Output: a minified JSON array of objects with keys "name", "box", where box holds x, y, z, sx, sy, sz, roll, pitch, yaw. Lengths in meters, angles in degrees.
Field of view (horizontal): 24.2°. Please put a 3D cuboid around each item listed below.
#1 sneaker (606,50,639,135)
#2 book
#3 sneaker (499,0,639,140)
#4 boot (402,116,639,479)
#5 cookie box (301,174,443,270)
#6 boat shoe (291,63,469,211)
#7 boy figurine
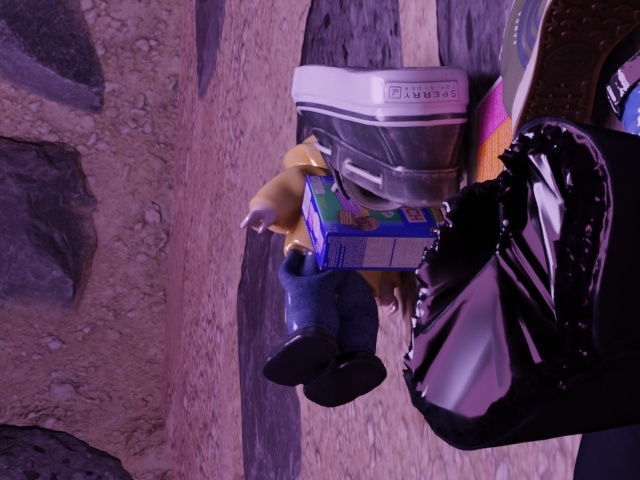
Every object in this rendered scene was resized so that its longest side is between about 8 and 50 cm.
[{"name":"sneaker","box":[0.176,-0.044,0.767,0.084,0.058,0.152,-111,27,-43]},{"name":"book","box":[0.135,-0.072,1.027,0.144,0.035,0.096,127,144,-70]},{"name":"sneaker","box":[0.146,-0.143,0.883,0.192,0.064,0.086,108,158,-49]},{"name":"boot","box":[0.114,0.058,0.615,0.094,0.207,0.246,49,129,39]},{"name":"cookie box","box":[0.046,-0.016,1.264,0.092,0.107,0.040,-108,23,-53]},{"name":"boat shoe","box":[0.041,-0.082,1.211,0.335,0.121,0.119,-133,44,-82]},{"name":"boy figurine","box":[0.000,0.000,1.351,0.092,0.177,0.285,-37,40,36]}]
